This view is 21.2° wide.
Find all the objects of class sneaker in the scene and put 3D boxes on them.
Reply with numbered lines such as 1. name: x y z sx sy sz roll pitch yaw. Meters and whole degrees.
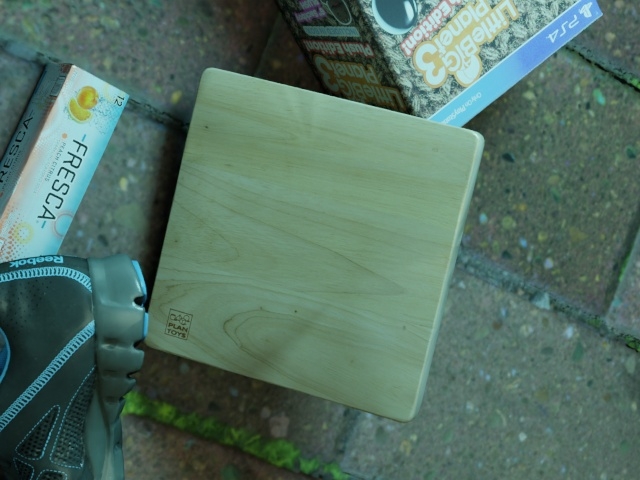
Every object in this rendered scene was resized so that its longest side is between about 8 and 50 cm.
1. sneaker: -0.231 0.168 1.448 0.139 0.125 0.341 3 106 -12

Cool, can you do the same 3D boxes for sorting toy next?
1. sorting toy: 0.000 0.000 1.515 0.089 0.257 0.255 -7 112 -72

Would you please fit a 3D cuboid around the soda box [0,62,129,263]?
1. soda box: -0.234 -0.058 1.452 0.063 0.058 0.183 28 82 -31

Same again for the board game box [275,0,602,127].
1. board game box: 0.083 -0.269 1.567 0.232 0.141 0.291 -39 114 -21
